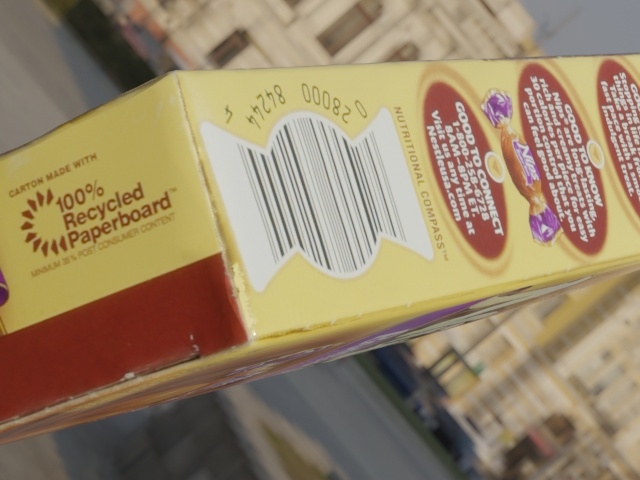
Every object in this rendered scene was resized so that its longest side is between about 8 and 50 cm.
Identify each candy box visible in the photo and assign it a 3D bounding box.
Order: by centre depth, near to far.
[{"bbox_3d":[0.000,0.000,0.404,0.186,0.109,0.053,-12,83,-52],"label":"candy box"}]
